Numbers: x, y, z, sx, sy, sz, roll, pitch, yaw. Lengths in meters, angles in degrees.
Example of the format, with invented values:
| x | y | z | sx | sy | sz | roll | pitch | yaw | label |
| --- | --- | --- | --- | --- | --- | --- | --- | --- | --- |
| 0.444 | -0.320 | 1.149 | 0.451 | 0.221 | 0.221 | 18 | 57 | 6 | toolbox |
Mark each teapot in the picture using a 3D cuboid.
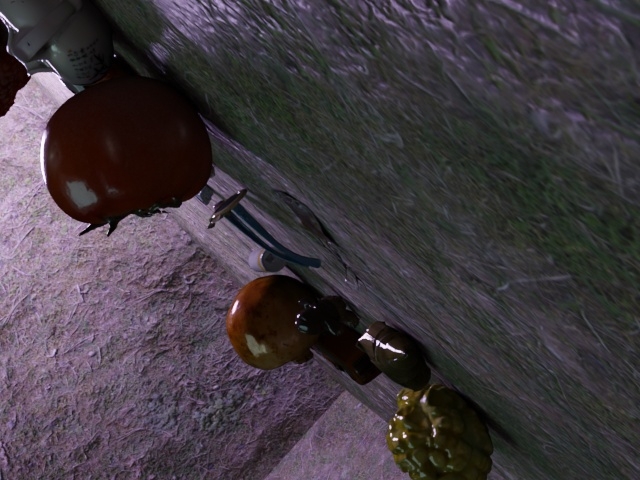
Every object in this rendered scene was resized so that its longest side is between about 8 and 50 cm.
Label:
| x | y | z | sx | sy | sz | roll | pitch | yaw | label |
| --- | --- | --- | --- | --- | --- | --- | --- | --- | --- |
| -0.412 | -0.316 | 1.496 | 0.208 | 0.166 | 0.299 | 57 | 179 | -14 | teapot |

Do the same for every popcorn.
| x | y | z | sx | sy | sz | roll | pitch | yaw | label |
| --- | --- | --- | --- | --- | --- | --- | --- | --- | --- |
| 0.228 | 0.386 | 1.909 | 0.217 | 0.181 | 0.235 | 48 | 177 | -43 | popcorn |

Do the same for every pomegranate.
| x | y | z | sx | sy | sz | roll | pitch | yaw | label |
| --- | --- | --- | --- | --- | --- | --- | --- | --- | --- |
| -0.104 | 0.195 | 2.346 | 0.248 | 0.248 | 0.248 | 42 | 172 | 8 | pomegranate |

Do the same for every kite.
| x | y | z | sx | sy | sz | roll | pitch | yaw | label |
| --- | --- | --- | --- | --- | --- | --- | --- | --- | --- |
| 0.002 | -0.002 | 1.604 | 0.229 | 0.016 | 0.127 | 52 | 171 | -34 | kite |

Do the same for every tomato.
| x | y | z | sx | sy | sz | roll | pitch | yaw | label |
| --- | --- | --- | --- | --- | --- | --- | --- | --- | --- |
| -0.295 | -0.131 | 1.516 | 0.256 | 0.256 | 0.224 | 172 | 79 | -79 | tomato |

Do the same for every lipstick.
| x | y | z | sx | sy | sz | roll | pitch | yaw | label |
| --- | --- | --- | --- | --- | --- | --- | --- | --- | --- |
| -0.123 | 0.044 | 2.259 | 0.059 | 0.059 | 0.264 | 44 | 172 | -7 | lipstick |

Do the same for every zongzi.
| x | y | z | sx | sy | sz | roll | pitch | yaw | label |
| --- | --- | --- | --- | --- | --- | --- | --- | --- | --- |
| 0.163 | 0.224 | 1.782 | 0.160 | 0.078 | 0.176 | 41 | 170 | -24 | zongzi |

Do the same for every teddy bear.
| x | y | z | sx | sy | sz | roll | pitch | yaw | label |
| --- | --- | --- | --- | --- | --- | --- | --- | --- | --- |
| 0.016 | 0.147 | 2.038 | 0.119 | 0.078 | 0.160 | 37 | -151 | 26 | teddy bear |

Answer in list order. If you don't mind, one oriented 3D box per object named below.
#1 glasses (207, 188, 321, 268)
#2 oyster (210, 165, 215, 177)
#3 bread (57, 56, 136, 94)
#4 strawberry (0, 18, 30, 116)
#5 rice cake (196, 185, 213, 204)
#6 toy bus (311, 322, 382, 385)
| x | y | z | sx | sy | sz | roll | pitch | yaw | label |
| --- | --- | --- | --- | --- | --- | --- | --- | --- | --- |
| -0.097 | -0.025 | 1.873 | 0.221 | 0.088 | 0.189 | 24 | 173 | -8 | glasses |
| -0.350 | -0.190 | 1.937 | 0.351 | 0.158 | 0.162 | 32 | -149 | 21 | oyster |
| -0.349 | -0.261 | 1.719 | 0.269 | 0.095 | 0.139 | 28 | 172 | 7 | bread |
| -0.684 | -0.399 | 2.007 | 0.351 | 0.267 | 0.312 | -2 | 107 | 56 | strawberry |
| -0.310 | -0.138 | 2.296 | 0.211 | 0.034 | 0.043 | 34 | 165 | 47 | rice cake |
| 0.024 | 0.242 | 2.451 | 0.092 | 0.093 | 0.409 | 55 | 166 | -27 | toy bus |
